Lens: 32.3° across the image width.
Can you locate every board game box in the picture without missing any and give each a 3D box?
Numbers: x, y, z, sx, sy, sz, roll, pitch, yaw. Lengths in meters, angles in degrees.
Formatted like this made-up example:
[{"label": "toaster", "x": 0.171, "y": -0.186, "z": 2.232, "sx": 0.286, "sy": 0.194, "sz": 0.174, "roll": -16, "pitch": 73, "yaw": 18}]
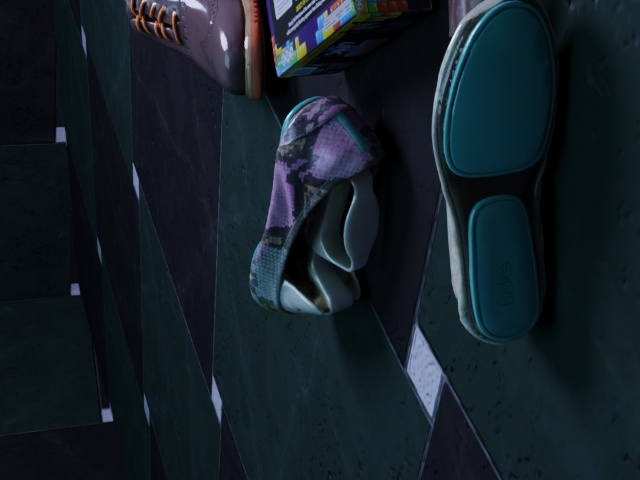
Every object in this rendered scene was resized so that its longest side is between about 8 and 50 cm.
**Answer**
[{"label": "board game box", "x": 0.006, "y": -0.182, "z": 0.658, "sx": 0.170, "sy": 0.048, "sz": 0.141, "roll": 171, "pitch": 92, "yaw": -73}]

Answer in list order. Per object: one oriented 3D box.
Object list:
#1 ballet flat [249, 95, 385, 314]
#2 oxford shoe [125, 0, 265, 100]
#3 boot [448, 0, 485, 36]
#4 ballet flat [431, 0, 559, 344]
[{"label": "ballet flat", "x": 0.000, "y": 0.000, "z": 0.746, "sx": 0.079, "sy": 0.076, "sz": 0.221, "roll": 49, "pitch": 149, "yaw": 25}, {"label": "oxford shoe", "x": -0.114, "y": -0.185, "z": 0.952, "sx": 0.271, "sy": 0.098, "sz": 0.097, "roll": -126, "pitch": 32, "yaw": -56}, {"label": "boot", "x": 0.078, "y": -0.132, "z": 0.468, "sx": 0.106, "sy": 0.037, "sz": 0.114, "roll": -102, "pitch": 15, "yaw": -58}, {"label": "ballet flat", "x": 0.074, "y": -0.033, "z": 0.505, "sx": 0.052, "sy": 0.057, "sz": 0.168, "roll": -114, "pitch": 21, "yaw": -66}]
